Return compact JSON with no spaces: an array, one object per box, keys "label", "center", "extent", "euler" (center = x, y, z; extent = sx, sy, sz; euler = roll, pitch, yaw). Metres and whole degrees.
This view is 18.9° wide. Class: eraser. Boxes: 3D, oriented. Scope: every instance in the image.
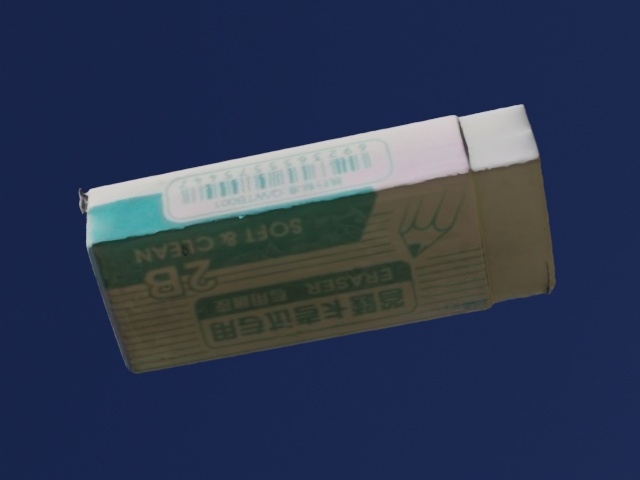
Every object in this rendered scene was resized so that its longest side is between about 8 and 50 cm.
[{"label":"eraser","center":[0.000,0.000,0.966],"extent":[0.225,0.052,0.095],"euler":[-11,-49,2]}]
